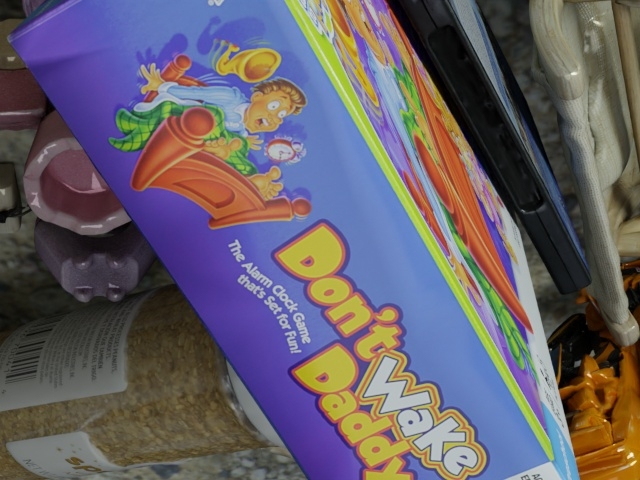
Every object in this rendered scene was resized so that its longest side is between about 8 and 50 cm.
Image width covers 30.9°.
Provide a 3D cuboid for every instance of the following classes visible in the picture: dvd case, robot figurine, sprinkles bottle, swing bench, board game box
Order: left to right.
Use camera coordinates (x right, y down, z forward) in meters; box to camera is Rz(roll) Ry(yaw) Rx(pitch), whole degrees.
[{"bbox_3d":[-0.119,0.093,0.770,0.355,0.121,0.121,-15,142,36],"label":"sprinkles bottle"},{"bbox_3d":[0.010,-0.056,0.505,0.078,0.347,0.233,-25,113,15],"label":"board game box"},{"bbox_3d":[0.072,-0.111,0.605,0.022,0.180,0.253,-24,128,15],"label":"dvd case"},{"bbox_3d":[0.248,0.085,0.828,0.211,0.291,0.085,-16,108,16],"label":"robot figurine"},{"bbox_3d":[0.264,-0.093,0.707,0.254,0.165,0.253,-14,138,11],"label":"swing bench"}]

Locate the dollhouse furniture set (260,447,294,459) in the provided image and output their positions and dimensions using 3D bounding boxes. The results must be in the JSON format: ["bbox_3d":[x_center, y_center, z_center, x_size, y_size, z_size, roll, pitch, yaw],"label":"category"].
[{"bbox_3d":[0.060,0.153,0.946,0.183,0.129,0.129,23,127,-31],"label":"dollhouse furniture set"}]

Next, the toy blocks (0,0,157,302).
[{"bbox_3d":[-0.222,-0.032,0.594,0.288,0.260,0.309,-3,137,-10],"label":"toy blocks"}]
